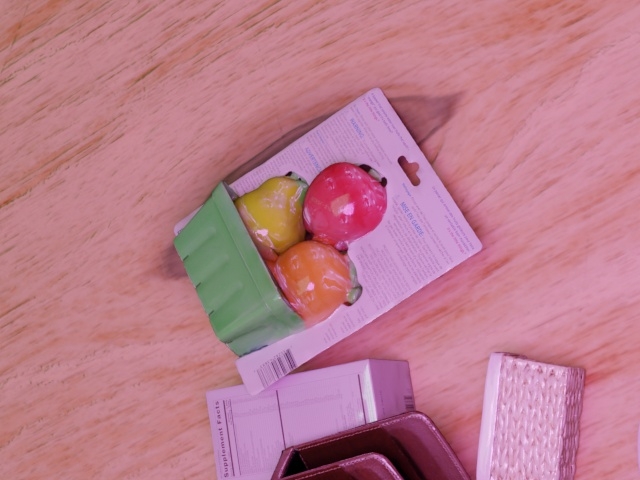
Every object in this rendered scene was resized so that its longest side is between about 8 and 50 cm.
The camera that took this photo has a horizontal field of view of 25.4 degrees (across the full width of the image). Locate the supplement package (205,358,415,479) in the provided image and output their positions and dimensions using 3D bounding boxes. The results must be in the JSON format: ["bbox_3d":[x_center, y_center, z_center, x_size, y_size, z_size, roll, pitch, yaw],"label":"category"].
[{"bbox_3d":[-0.009,0.243,1.869,0.244,0.134,0.139,-13,79,25],"label":"supplement package"}]

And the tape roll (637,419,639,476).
[{"bbox_3d":[0.549,0.239,1.573,0.392,0.072,0.392,5,101,25],"label":"tape roll"}]

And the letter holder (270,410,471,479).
[{"bbox_3d":[0.094,0.384,1.715,0.214,0.152,0.302,-20,109,22],"label":"letter holder"}]

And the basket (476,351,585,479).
[{"bbox_3d":[0.261,0.226,1.750,0.103,0.113,0.167,6,87,23],"label":"basket"}]

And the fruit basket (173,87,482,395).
[{"bbox_3d":[0.000,0.000,1.881,0.353,0.165,0.327,-31,52,1],"label":"fruit basket"}]
